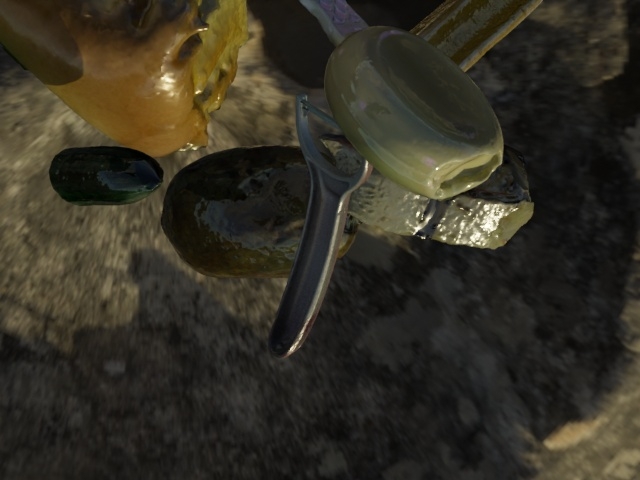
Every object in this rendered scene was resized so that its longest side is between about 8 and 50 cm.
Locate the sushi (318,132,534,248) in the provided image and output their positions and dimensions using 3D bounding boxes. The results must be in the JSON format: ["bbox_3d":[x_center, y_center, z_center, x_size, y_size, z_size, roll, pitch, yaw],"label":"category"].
[{"bbox_3d":[0.118,-0.053,1.655,0.273,0.109,0.134,16,129,-42],"label":"sushi"}]

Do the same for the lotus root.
[{"bbox_3d":[-0.084,-0.036,1.865,0.152,0.275,0.160,39,55,-42],"label":"lotus root"}]

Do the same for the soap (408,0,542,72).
[{"bbox_3d":[0.137,-0.215,1.662,0.073,0.140,0.232,53,53,-9],"label":"soap"}]

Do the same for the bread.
[{"bbox_3d":[-0.138,-0.186,1.213,0.251,0.133,0.174,40,61,-30],"label":"bread"}]

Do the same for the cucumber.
[{"bbox_3d":[-0.163,-0.050,1.161,0.048,0.105,0.048,-2,92,-47],"label":"cucumber"}]

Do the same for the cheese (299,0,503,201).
[{"bbox_3d":[0.047,-0.131,1.167,0.227,0.137,0.064,52,126,19],"label":"cheese"}]

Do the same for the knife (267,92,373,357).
[{"bbox_3d":[0.002,0.000,1.505,0.053,0.123,0.278,-11,126,-37],"label":"knife"}]
